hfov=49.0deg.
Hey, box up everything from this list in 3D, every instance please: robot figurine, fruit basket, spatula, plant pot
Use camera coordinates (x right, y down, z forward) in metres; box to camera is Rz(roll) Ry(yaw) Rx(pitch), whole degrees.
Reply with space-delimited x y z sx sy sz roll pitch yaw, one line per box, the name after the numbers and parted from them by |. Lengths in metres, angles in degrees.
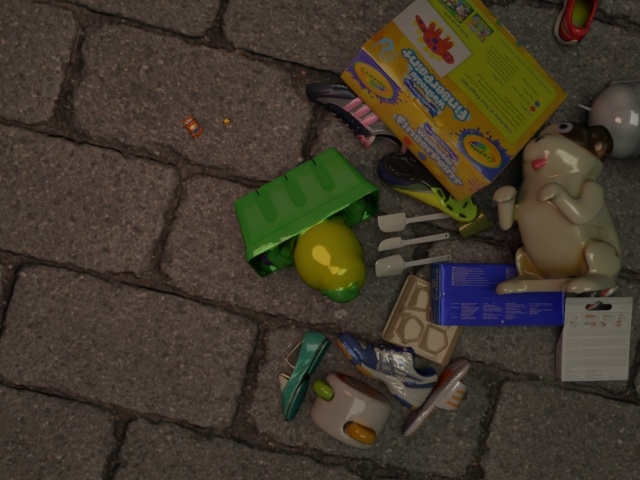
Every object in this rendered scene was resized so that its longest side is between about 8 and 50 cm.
0.858 -0.315 1.834 0.353 0.200 0.300 -4 51 -3 | robot figurine
0.000 0.000 1.748 0.391 0.283 0.393 -1 77 4 | fruit basket
0.248 0.004 1.845 0.241 0.019 0.168 -8 104 -28 | spatula
0.405 -0.045 1.880 0.079 0.083 0.083 -31 92 10 | plant pot

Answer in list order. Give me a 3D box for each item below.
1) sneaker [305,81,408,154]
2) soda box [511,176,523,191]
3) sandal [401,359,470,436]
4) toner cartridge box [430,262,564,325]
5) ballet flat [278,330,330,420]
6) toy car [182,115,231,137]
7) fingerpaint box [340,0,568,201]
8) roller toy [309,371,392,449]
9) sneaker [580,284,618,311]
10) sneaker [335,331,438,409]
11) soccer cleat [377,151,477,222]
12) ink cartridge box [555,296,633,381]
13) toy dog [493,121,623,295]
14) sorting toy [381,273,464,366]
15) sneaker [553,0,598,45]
0.104 -0.317 1.839 0.318 0.112 0.131 17 87 -2 | sneaker
0.620 -0.188 1.889 0.210 0.067 0.071 -41 93 -2 | soda box
0.322 0.431 1.871 0.076 0.102 0.265 38 97 -4 | sandal
0.468 0.141 1.862 0.347 0.075 0.165 2 88 -10 | toner cartridge box
-0.061 0.351 1.862 0.087 0.083 0.248 25 89 21 | ballet flat
-0.303 -0.317 1.852 0.121 0.040 0.060 -24 92 -2 | toy car
0.338 -0.388 1.774 0.445 0.163 0.371 45 67 -3 | fingerpaint box
0.078 0.443 1.804 0.209 0.191 0.146 27 90 25 | roller toy
0.731 0.159 1.914 0.158 0.061 0.065 -38 61 4 | sneaker
0.177 0.312 1.850 0.296 0.112 0.131 38 95 -13 | sneaker
0.280 -0.138 1.849 0.289 0.121 0.094 30 74 -3 | soccer cleat
0.737 0.263 1.895 0.188 0.066 0.233 -1 94 -2 | ink cartridge box
0.613 -0.087 1.719 0.395 0.284 0.409 -6 90 -27 | toy dog
0.288 0.215 1.895 0.208 0.038 0.193 24 89 -8 | sorting toy
0.707 -0.658 1.864 0.107 0.118 0.279 11 90 -4 | sneaker
